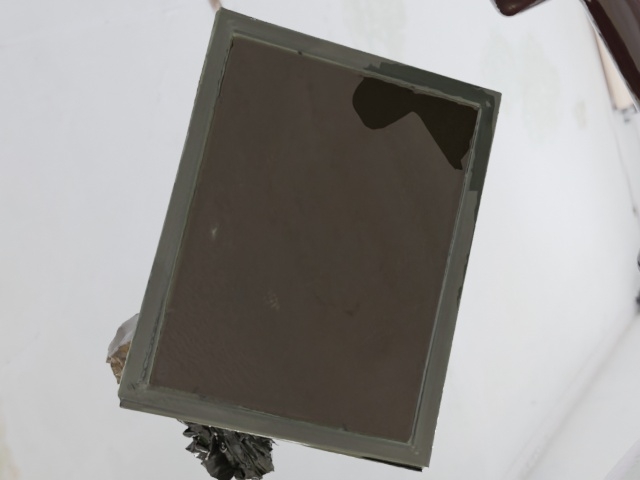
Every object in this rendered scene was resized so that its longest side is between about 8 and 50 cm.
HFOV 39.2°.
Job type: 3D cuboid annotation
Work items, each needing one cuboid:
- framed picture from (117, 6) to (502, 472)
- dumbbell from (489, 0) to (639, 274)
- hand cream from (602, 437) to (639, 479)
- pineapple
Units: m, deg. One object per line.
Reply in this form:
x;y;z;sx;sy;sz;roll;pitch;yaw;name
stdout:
0.000;0.000;0.563;0.197;0.014;0.252;14;-98;-11;framed picture
0.191;-0.085;0.472;0.225;0.124;0.140;58;-142;-10;dumbbell
0.326;0.234;0.844;0.359;0.185;0.118;-24;-118;-33;hand cream
-0.091;0.123;0.686;0.159;0.074;0.074;53;-137;-19;pineapple
